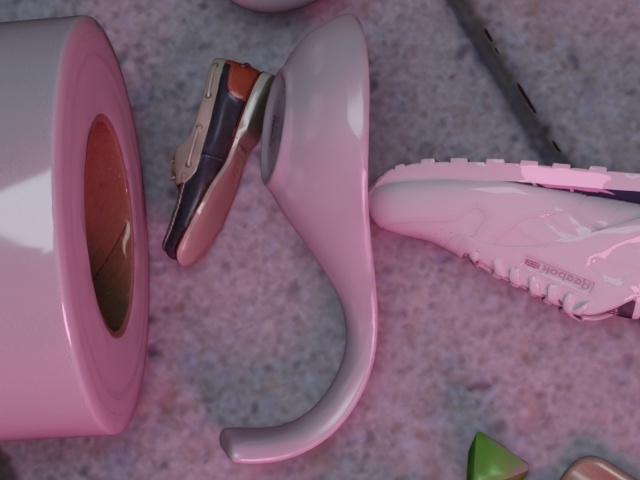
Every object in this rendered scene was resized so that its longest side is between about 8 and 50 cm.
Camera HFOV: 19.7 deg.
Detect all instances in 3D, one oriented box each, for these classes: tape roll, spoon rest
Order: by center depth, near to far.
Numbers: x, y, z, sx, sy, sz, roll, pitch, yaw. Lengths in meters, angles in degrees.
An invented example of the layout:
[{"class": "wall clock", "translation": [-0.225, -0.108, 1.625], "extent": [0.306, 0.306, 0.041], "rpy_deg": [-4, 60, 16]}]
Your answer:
[{"class": "tape roll", "translation": [-0.203, -0.003, 1.073], "extent": [0.169, 0.246, 0.246], "rpy_deg": [-4, 80, 7]}, {"class": "spoon rest", "translation": [0.000, 0.000, 1.123], "extent": [0.084, 0.137, 0.276], "rpy_deg": [9, 95, -12]}]

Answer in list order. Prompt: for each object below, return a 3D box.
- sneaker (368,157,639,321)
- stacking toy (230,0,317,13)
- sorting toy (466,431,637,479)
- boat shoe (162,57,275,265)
[{"class": "sneaker", "translation": [0.140, 0.001, 1.118], "extent": [0.235, 0.090, 0.095], "rpy_deg": [5, 91, 9]}, {"class": "stacking toy", "translation": [0.070, -0.347, 1.107], "extent": [0.350, 0.350, 0.480], "rpy_deg": [33, 100, 11]}, {"class": "sorting toy", "translation": [0.182, 0.240, 1.060], "extent": [0.348, 0.047, 0.196], "rpy_deg": [32, 64, 10]}, {"class": "boat shoe", "translation": [-0.072, -0.051, 1.166], "extent": [0.043, 0.049, 0.137], "rpy_deg": [20, 80, 13]}]
